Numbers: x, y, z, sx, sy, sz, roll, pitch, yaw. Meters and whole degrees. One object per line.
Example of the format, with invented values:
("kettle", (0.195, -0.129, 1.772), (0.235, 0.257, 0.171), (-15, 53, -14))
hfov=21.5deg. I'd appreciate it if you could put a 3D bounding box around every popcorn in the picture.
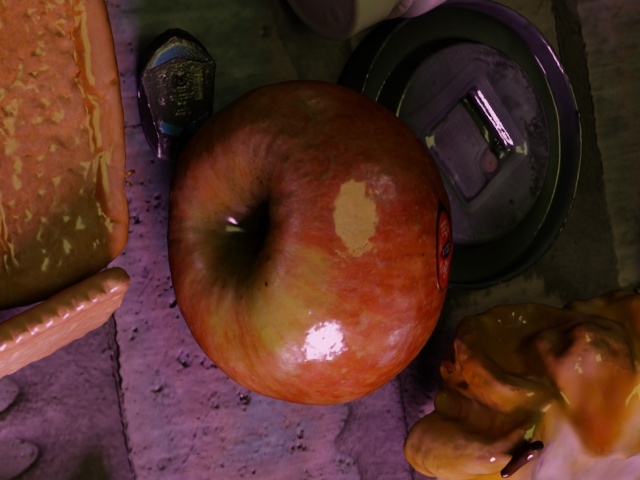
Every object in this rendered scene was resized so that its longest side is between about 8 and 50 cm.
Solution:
("popcorn", (0.257, 0.171, 1.811), (0.316, 0.281, 0.297), (32, 107, -33))

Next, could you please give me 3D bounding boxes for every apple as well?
("apple", (0.000, 0.000, 1.624), (0.250, 0.277, 0.309), (-2, 117, -47))

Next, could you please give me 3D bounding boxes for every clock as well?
("clock", (0.149, -0.104, 1.840), (0.319, 0.066, 0.318), (0, 91, -35))

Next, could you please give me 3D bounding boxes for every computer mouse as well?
("computer mouse", (-0.143, -0.143, 1.653), (0.079, 0.047, 0.135), (-12, 109, -21))

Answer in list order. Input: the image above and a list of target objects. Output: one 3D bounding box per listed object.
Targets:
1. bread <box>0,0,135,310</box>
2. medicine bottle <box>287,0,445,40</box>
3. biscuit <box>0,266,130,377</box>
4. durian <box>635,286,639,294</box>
("bread", (-0.330, -0.096, 1.468), (0.328, 0.148, 0.337), (-18, 106, -39))
("medicine bottle", (0.098, -0.327, 1.741), (0.293, 0.170, 0.170), (-33, 109, -28))
("biscuit", (-0.286, 0.098, 1.480), (0.250, 0.160, 0.030), (-28, 83, -20))
("durian", (0.459, 0.001, 2.041), (0.208, 0.102, 0.146), (-45, 113, 0))
